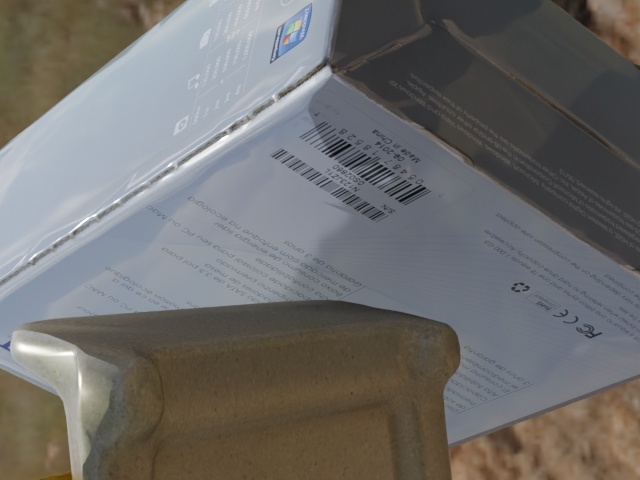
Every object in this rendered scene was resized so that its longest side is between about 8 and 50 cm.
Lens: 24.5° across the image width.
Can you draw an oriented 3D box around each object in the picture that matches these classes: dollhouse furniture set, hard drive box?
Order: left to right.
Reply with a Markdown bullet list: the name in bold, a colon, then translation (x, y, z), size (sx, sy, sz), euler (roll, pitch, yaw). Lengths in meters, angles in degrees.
- **dollhouse furniture set**: translation (-0.091, 0.119, 0.340), size (0.151, 0.301, 0.198), euler (-9, 85, 34)
- **hard drive box**: translation (0.000, 0.000, 0.532), size (0.232, 0.181, 0.089), euler (-28, 41, 42)
